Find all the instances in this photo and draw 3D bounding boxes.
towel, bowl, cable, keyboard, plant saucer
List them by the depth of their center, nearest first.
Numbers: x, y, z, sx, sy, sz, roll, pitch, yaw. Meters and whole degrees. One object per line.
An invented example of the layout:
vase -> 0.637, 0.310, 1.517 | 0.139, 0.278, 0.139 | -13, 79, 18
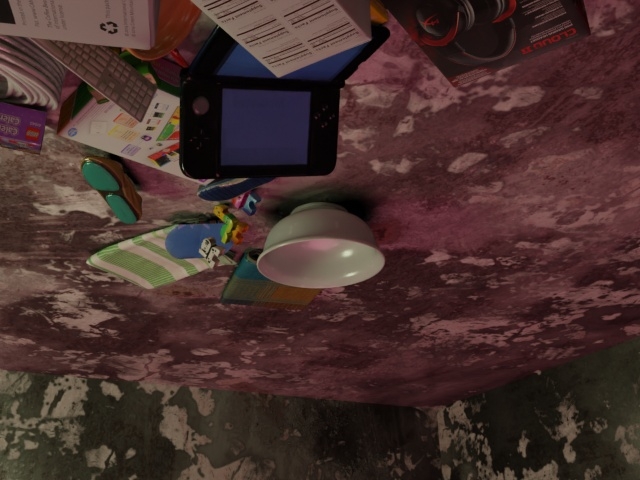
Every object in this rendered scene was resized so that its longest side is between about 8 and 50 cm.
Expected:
plant saucer -> -0.210, -0.338, 1.000 | 0.037, 0.200, 0.200 | 28, 159, 13
keyboard -> -0.340, -0.268, 1.070 | 0.014, 0.072, 0.256 | -18, 137, 38
cable -> -0.501, -0.279, 1.115 | 0.257, 0.089, 0.257 | 10, 165, 31
bowl -> 0.000, 0.000, 1.782 | 0.298, 0.134, 0.298 | -1, 155, -1
towel -> -0.414, 0.050, 1.986 | 0.325, 0.038, 0.248 | -15, 151, 28
towel -> -0.122, 0.120, 2.157 | 0.272, 0.040, 0.370 | 7, 156, -16

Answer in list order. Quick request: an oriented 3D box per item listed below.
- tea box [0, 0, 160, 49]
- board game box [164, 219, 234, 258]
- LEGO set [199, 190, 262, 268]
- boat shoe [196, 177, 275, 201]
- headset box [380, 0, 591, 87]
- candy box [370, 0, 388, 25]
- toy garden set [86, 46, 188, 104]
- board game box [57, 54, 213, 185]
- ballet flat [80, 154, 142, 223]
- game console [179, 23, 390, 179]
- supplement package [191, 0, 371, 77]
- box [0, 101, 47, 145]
tea box -> -0.241, -0.403, 0.661 | 0.220, 0.323, 0.329 | 4, 156, -9
board game box -> -0.292, -0.009, 1.834 | 0.169, 0.033, 0.133 | -2, 142, -16
LEGO set -> -0.210, -0.058, 1.702 | 0.087, 0.093, 0.227 | -24, 149, -50
boat shoe -> -0.173, -0.133, 1.561 | 0.183, 0.066, 0.066 | -17, 154, 18
headset box -> 0.232, -0.347, 1.062 | 0.218, 0.110, 0.293 | -17, 151, 29
candy box -> -0.008, -0.334, 1.181 | 0.206, 0.027, 0.105 | -18, 154, 33
toy garden set -> -0.296, -0.311, 1.107 | 0.204, 0.049, 0.244 | -13, 137, 13
board game box -> -0.277, -0.215, 1.380 | 0.317, 0.064, 0.242 | 19, 149, -37
ballet flat -> -0.430, -0.122, 1.573 | 0.080, 0.073, 0.232 | 4, 150, 10
game console -> -0.056, -0.214, 1.190 | 0.293, 0.250, 0.173 | -5, -166, -32
supplement package -> -0.050, -0.352, 0.938 | 0.149, 0.194, 0.203 | -15, 153, 28
box -> -0.565, -0.197, 1.264 | 0.201, 0.057, 0.293 | 11, 179, -20
